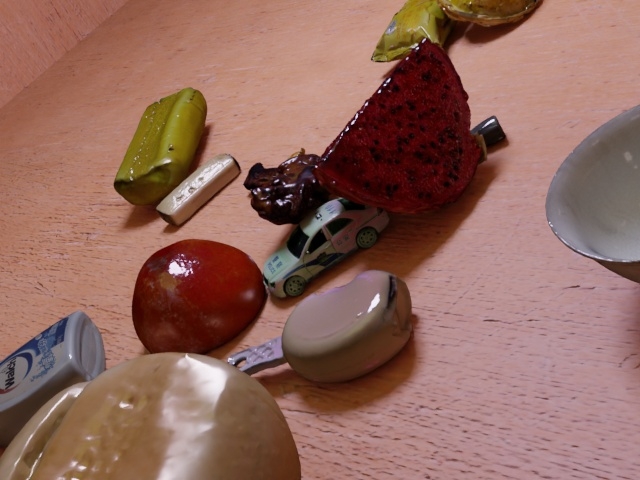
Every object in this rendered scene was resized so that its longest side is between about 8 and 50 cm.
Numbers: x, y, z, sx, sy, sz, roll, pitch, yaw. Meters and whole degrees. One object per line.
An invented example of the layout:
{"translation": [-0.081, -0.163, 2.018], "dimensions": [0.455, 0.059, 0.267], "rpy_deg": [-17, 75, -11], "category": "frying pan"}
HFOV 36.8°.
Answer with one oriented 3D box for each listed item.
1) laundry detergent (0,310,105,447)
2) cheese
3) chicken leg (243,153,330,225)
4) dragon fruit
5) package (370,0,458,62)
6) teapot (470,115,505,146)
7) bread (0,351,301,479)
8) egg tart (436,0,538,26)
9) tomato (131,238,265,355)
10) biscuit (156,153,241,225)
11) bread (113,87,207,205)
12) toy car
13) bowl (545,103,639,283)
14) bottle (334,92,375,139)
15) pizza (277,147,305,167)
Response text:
{"translation": [-0.500, 0.247, 1.606], "dimensions": [0.280, 0.105, 0.215], "rpy_deg": [-31, 29, 7], "category": "laundry detergent"}
{"translation": [-0.010, 0.133, 1.321], "dimensions": [0.286, 0.082, 0.163], "rpy_deg": [-19, 31, 25], "category": "cheese"}
{"translation": [-0.056, -0.093, 1.692], "dimensions": [0.158, 0.096, 0.407], "rpy_deg": [-18, 14, -8], "category": "chicken leg"}
{"translation": [0.128, -0.128, 1.503], "dimensions": [0.317, 0.205, 0.152], "rpy_deg": [-50, 2, -26], "category": "dragon fruit"}
{"translation": [0.211, -0.446, 1.982], "dimensions": [0.168, 0.090, 0.226], "rpy_deg": [-4, 39, 39], "category": "package"}
{"translation": [0.243, -0.160, 1.566], "dimensions": [0.110, 0.043, 0.043], "rpy_deg": [-27, 29, 14], "category": "teapot"}
{"translation": [-0.194, 0.309, 1.051], "dimensions": [0.348, 0.253, 0.376], "rpy_deg": [-12, 36, 24], "category": "bread"}
{"translation": [0.328, -0.506, 1.896], "dimensions": [0.212, 0.090, 0.212], "rpy_deg": [-1, 53, 1], "category": "egg tart"}
{"translation": [-0.217, 0.080, 1.546], "dimensions": [0.233, 0.139, 0.200], "rpy_deg": [-17, 39, 25], "category": "tomato"}
{"translation": [-0.244, -0.103, 1.946], "dimensions": [0.188, 0.052, 0.056], "rpy_deg": [-43, 47, -18], "category": "biscuit"}
{"translation": [-0.340, -0.204, 2.131], "dimensions": [0.166, 0.112, 0.383], "rpy_deg": [-20, 31, 16], "category": "bread"}
{"translation": [0.000, 0.000, 1.521], "dimensions": [0.224, 0.076, 0.090], "rpy_deg": [-34, 30, -3], "category": "toy car"}
{"translation": [0.426, -0.033, 1.079], "dimensions": [0.313, 0.146, 0.313], "rpy_deg": [-25, 28, 14], "category": "bowl"}
{"translation": [0.125, -0.208, 1.681], "dimensions": [0.112, 0.112, 0.260], "rpy_deg": [2, 43, 46], "category": "bottle"}
{"translation": [-0.059, -0.151, 1.874], "dimensions": [0.083, 0.016, 0.037], "rpy_deg": [-44, 32, -13], "category": "pizza"}
